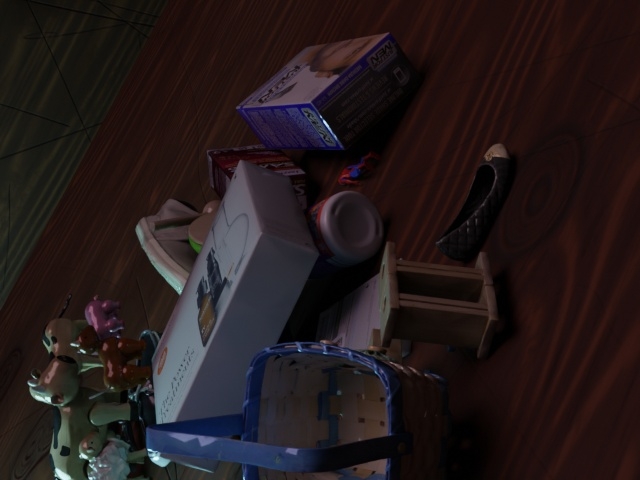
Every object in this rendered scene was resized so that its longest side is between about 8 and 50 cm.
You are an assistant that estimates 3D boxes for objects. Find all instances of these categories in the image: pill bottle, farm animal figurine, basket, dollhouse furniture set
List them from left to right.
[{"bbox_3d":[-0.404,0.260,2.145,0.330,0.172,0.326,-177,84,-67],"label":"farm animal figurine"},{"bbox_3d":[-0.012,0.212,1.413,0.255,0.289,0.201,2,95,40],"label":"basket"},{"bbox_3d":[0.000,0.000,1.950,0.193,0.108,0.108,-24,40,54],"label":"pill bottle"},{"bbox_3d":[0.129,0.114,1.578,0.129,0.129,0.183,-89,7,-51],"label":"dollhouse furniture set"}]

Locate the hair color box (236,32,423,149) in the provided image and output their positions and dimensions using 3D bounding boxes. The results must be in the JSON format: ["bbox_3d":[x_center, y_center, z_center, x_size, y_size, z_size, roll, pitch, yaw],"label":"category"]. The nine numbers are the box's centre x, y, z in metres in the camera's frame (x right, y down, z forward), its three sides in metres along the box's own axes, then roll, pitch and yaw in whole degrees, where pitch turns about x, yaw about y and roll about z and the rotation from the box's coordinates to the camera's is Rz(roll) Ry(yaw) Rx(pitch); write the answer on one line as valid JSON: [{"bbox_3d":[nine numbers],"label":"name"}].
[{"bbox_3d":[0.007,-0.247,2.183,0.185,0.110,0.339,-43,20,-16],"label":"hair color box"}]

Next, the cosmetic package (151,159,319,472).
[{"bbox_3d":[-0.137,0.105,1.903,0.284,0.097,0.377,-109,41,-66],"label":"cosmetic package"}]

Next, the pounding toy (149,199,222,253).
[{"bbox_3d":[-0.151,0.020,2.207,0.237,0.183,0.110,18,119,38],"label":"pounding toy"}]

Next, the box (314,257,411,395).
[{"bbox_3d":[0.058,0.125,1.768,0.186,0.038,0.145,-38,30,41],"label":"box"}]

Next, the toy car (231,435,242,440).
[{"bbox_3d":[-0.124,0.273,1.949,0.122,0.040,0.060,-50,24,19],"label":"toy car"}]

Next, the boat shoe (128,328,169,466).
[{"bbox_3d":[-0.282,0.259,2.206,0.108,0.102,0.301,-47,25,26],"label":"boat shoe"}]

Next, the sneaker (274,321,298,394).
[{"bbox_3d":[-0.080,0.197,1.923,0.232,0.081,0.090,-98,31,-57],"label":"sneaker"}]

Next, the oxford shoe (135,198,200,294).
[{"bbox_3d":[-0.239,0.021,2.368,0.130,0.169,0.449,-38,23,-2],"label":"oxford shoe"}]

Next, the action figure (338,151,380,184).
[{"bbox_3d":[0.058,-0.110,2.073,0.115,0.030,0.038,-25,34,60],"label":"action figure"}]

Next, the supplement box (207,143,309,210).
[{"bbox_3d":[-0.113,-0.107,2.271,0.239,0.130,0.073,-135,39,-66],"label":"supplement box"}]

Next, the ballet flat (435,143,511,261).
[{"bbox_3d":[0.203,-0.054,1.678,0.057,0.049,0.173,-7,55,61],"label":"ballet flat"}]

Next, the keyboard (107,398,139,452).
[{"bbox_3d":[-0.373,0.407,2.305,0.201,0.033,0.317,-59,23,16],"label":"keyboard"}]
